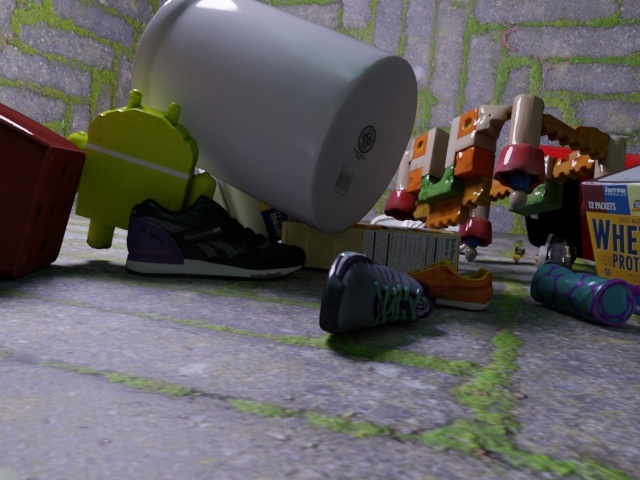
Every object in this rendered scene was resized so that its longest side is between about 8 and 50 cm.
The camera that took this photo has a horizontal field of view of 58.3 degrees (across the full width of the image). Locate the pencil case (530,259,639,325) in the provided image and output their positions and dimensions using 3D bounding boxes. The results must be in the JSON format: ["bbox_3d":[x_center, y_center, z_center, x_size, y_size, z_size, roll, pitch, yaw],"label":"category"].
[{"bbox_3d":[0.355,0.070,0.786,0.070,0.064,0.151,-22,10,-9],"label":"pencil case"}]

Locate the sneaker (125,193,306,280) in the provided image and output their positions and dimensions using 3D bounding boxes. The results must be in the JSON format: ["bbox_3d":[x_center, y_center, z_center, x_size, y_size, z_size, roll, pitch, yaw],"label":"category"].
[{"bbox_3d":[-0.154,-0.007,0.900,0.283,0.124,0.107,3,6,-19],"label":"sneaker"}]

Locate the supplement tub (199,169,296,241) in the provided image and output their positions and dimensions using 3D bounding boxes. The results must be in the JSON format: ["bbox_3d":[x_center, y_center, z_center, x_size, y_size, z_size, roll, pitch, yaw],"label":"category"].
[{"bbox_3d":[-0.079,-0.128,1.276,0.331,0.241,0.241,-19,7,-4],"label":"supplement tub"}]

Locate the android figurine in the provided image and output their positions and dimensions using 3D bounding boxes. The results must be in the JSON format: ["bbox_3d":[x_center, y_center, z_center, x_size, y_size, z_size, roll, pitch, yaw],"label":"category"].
[{"bbox_3d":[-0.295,-0.101,0.929,0.248,0.273,0.056,16,20,-3],"label":"android figurine"}]

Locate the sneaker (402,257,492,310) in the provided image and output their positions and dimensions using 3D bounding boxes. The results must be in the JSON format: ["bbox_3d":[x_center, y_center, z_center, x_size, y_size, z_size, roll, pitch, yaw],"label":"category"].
[{"bbox_3d":[0.144,0.055,0.777,0.175,0.067,0.064,2,7,-7],"label":"sneaker"}]

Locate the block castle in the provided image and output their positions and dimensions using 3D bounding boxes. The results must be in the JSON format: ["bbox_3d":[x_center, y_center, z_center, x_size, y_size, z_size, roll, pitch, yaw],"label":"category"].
[{"bbox_3d":[0.362,-0.097,1.195,0.303,0.213,0.453,18,-14,-22],"label":"block castle"}]

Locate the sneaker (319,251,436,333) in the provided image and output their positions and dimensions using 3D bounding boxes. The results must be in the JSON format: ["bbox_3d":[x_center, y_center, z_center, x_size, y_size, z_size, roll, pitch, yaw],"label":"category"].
[{"bbox_3d":[0.071,0.058,0.622,0.098,0.083,0.223,11,6,18],"label":"sneaker"}]

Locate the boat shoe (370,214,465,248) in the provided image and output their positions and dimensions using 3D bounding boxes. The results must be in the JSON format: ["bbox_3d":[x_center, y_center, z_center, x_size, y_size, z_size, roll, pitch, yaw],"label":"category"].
[{"bbox_3d":[0.268,-0.022,1.577,0.277,0.098,0.096,6,5,12],"label":"boat shoe"}]

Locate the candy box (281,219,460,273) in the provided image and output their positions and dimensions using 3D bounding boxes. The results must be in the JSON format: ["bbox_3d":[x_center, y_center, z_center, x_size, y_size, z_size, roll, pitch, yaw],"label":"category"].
[{"bbox_3d":[0.099,0.013,1.088,0.316,0.088,0.183,4,5,11],"label":"candy box"}]

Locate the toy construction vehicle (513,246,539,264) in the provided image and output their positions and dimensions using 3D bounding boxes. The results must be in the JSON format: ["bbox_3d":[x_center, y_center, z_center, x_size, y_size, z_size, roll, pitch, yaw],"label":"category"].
[{"bbox_3d":[0.520,0.046,1.419,0.086,0.035,0.098,17,12,18],"label":"toy construction vehicle"}]

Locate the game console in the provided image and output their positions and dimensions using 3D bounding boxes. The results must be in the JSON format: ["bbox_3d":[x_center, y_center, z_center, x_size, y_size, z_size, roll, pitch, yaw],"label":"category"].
[{"bbox_3d":[0.643,-0.071,1.344,0.342,0.060,0.386,18,-26,36],"label":"game console"}]

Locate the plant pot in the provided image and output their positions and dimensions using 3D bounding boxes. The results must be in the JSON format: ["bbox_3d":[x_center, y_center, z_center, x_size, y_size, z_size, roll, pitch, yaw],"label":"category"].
[{"bbox_3d":[-0.485,-0.074,0.792,0.235,0.267,0.267,17,3,-9],"label":"plant pot"}]

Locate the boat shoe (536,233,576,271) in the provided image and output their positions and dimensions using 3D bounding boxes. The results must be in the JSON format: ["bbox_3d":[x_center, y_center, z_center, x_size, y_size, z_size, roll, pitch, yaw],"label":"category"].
[{"bbox_3d":[0.522,0.037,1.256,0.068,0.081,0.227,8,14,26],"label":"boat shoe"}]

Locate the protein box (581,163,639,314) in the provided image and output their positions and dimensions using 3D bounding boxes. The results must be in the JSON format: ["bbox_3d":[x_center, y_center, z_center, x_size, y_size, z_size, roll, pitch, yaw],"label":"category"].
[{"bbox_3d":[0.521,-0.015,0.829,0.201,0.200,0.136,-17,10,-13],"label":"protein box"}]

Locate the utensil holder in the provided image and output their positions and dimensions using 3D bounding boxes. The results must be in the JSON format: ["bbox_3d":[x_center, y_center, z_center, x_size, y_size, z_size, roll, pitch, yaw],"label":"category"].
[{"bbox_3d":[-0.072,-0.230,0.998,0.385,0.328,0.327,28,16,26],"label":"utensil holder"}]
